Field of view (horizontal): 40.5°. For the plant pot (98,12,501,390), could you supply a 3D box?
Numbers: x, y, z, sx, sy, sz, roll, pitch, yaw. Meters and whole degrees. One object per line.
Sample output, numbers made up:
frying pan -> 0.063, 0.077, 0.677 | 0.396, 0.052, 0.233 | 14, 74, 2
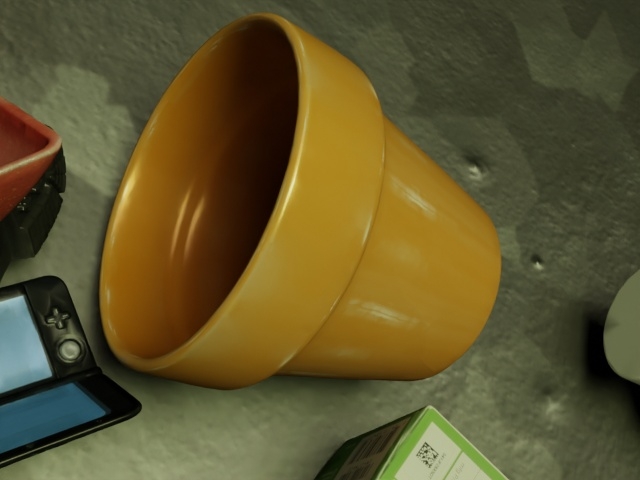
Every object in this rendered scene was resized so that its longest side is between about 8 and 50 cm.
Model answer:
plant pot -> 0.000, 0.000, 0.521 | 0.188, 0.205, 0.205 | 23, 57, -33

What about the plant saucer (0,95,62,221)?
plant saucer -> -0.291, -0.024, 0.398 | 0.259, 0.048, 0.258 | -30, 45, -34

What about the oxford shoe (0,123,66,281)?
oxford shoe -> -0.221, 0.016, 0.451 | 0.096, 0.083, 0.227 | 5, 36, 9

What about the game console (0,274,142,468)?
game console -> -0.175, 0.070, 0.463 | 0.122, 0.071, 0.107 | -16, 75, -32

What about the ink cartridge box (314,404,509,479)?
ink cartridge box -> 0.097, 0.199, 0.513 | 0.209, 0.109, 0.062 | 43, 56, -2

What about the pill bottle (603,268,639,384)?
pill bottle -> 0.351, 0.103, 0.663 | 0.264, 0.146, 0.146 | 22, 59, -15
